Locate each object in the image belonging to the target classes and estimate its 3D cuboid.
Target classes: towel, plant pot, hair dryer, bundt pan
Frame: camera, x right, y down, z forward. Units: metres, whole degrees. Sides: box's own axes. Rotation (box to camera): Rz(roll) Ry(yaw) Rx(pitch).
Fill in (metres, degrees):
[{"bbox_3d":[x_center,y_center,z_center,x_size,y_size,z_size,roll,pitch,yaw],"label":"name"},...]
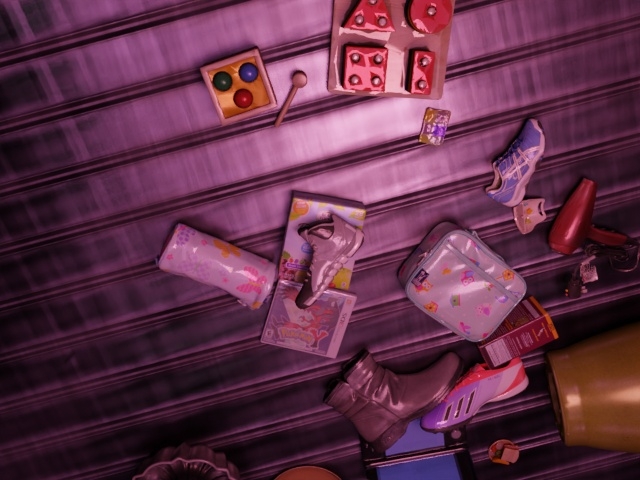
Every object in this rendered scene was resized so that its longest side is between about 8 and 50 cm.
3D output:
[{"bbox_3d":[0.262,-0.261,1.505,0.060,0.009,0.083,11,109,-10],"label":"towel"},{"bbox_3d":[0.758,0.371,1.630,0.353,0.366,0.366,-10,111,12],"label":"plant pot"},{"bbox_3d":[0.661,-0.019,1.611,0.224,0.080,0.293,-27,117,-11],"label":"hair dryer"},{"bbox_3d":[-0.351,0.672,1.741,0.331,0.124,0.330,-1,111,-4],"label":"bundt pan"},{"bbox_3d":[-0.034,0.719,1.825,0.236,0.032,0.236,0,107,1],"label":"plant pot"}]

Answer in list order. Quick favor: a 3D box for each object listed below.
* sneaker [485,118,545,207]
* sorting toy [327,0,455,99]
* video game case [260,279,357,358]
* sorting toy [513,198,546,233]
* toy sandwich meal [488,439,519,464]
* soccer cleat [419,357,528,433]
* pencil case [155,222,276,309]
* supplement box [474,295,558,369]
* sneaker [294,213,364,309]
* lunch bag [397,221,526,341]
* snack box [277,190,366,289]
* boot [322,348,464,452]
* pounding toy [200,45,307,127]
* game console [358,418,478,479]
[{"bbox_3d":[0.450,-0.179,1.514,0.081,0.080,0.211,12,108,-12],"label":"sneaker"},{"bbox_3d":[0.154,-0.430,1.390,0.257,0.089,0.255,2,110,-5],"label":"sorting toy"},{"bbox_3d":[-0.031,0.194,1.643,0.201,0.023,0.183,14,108,-10],"label":"video game case"},{"bbox_3d":[0.508,-0.068,1.583,0.075,0.045,0.083,-15,111,-7],"label":"sorting toy"},{"bbox_3d":[0.512,0.594,1.834,0.086,0.029,0.085,-2,110,-4],"label":"toy sandwich meal"},{"bbox_3d":[0.384,0.383,1.686,0.318,0.108,0.116,-24,106,-13],"label":"soccer cleat"},{"bbox_3d":[-0.238,0.060,1.529,0.273,0.113,0.124,26,121,-14],"label":"pencil case"},{"bbox_3d":[0.483,0.233,1.657,0.188,0.104,0.080,-28,110,6],"label":"supplement box"},{"bbox_3d":[-0.016,0.035,1.486,0.132,0.086,0.228,38,93,-11],"label":"sneaker"},{"bbox_3d":[0.343,0.096,1.592,0.279,0.108,0.224,36,104,-16],"label":"lunch bag"},{"bbox_3d":[0.000,0.000,1.548,0.175,0.070,0.207,8,108,-7],"label":"snack box"},{"bbox_3d":[0.185,0.355,1.675,0.338,0.118,0.222,-43,92,-5],"label":"boot"},{"bbox_3d":[-0.126,-0.318,1.406,0.206,0.094,0.181,-18,111,3],"label":"pounding toy"},{"bbox_3d":[0.261,0.575,1.730,0.293,0.173,0.250,-10,111,-2],"label":"game console"}]
